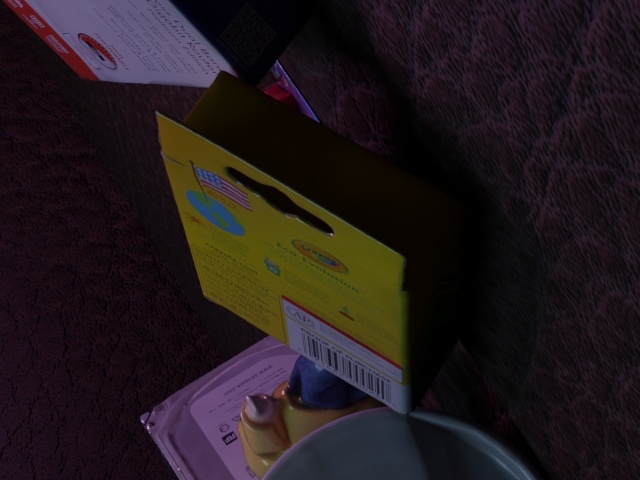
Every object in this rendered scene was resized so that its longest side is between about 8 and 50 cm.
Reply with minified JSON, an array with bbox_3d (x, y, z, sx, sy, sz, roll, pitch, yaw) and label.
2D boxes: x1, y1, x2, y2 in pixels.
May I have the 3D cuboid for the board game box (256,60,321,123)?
[{"bbox_3d":[-0.032,-0.094,1.507,0.169,0.033,0.133,57,170,19],"label":"board game box"}]

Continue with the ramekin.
[{"bbox_3d":[0.071,0.270,1.433,0.273,0.273,0.127,58,-177,11],"label":"ramekin"}]

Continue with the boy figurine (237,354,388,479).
[{"bbox_3d":[0.005,0.138,1.571,0.092,0.177,0.285,64,151,20],"label":"boy figurine"}]

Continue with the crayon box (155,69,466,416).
[{"bbox_3d":[0.000,0.000,1.273,0.202,0.081,0.318,30,162,14],"label":"crayon box"}]

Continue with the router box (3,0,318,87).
[{"bbox_3d":[-0.203,-0.254,1.285,0.335,0.082,0.301,45,163,-27],"label":"router box"}]

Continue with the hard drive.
[{"bbox_3d":[-0.011,0.218,1.723,0.339,0.237,0.064,49,167,50],"label":"hard drive"}]
